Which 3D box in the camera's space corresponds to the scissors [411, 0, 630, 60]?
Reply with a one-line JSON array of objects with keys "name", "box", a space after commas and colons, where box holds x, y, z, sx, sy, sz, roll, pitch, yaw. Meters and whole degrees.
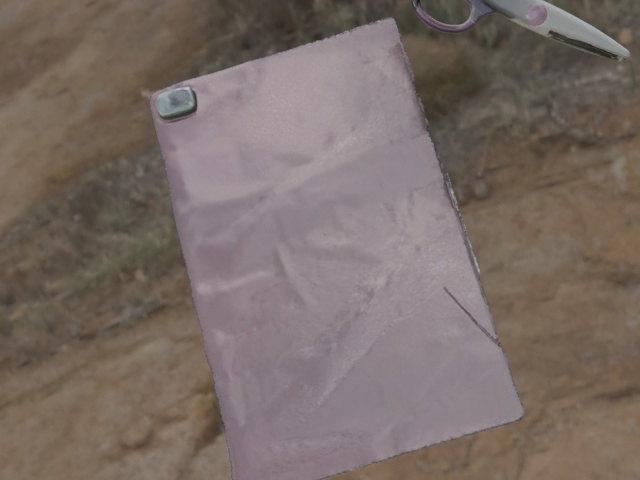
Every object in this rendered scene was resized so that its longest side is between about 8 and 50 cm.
[{"name": "scissors", "box": [0.161, -0.179, 1.052, 0.176, 0.085, 0.022, 23, 11, -7]}]

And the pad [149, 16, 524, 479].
[{"name": "pad", "box": [0.000, 0.000, 0.538, 0.113, 0.006, 0.188, -17, 64, 4]}]
